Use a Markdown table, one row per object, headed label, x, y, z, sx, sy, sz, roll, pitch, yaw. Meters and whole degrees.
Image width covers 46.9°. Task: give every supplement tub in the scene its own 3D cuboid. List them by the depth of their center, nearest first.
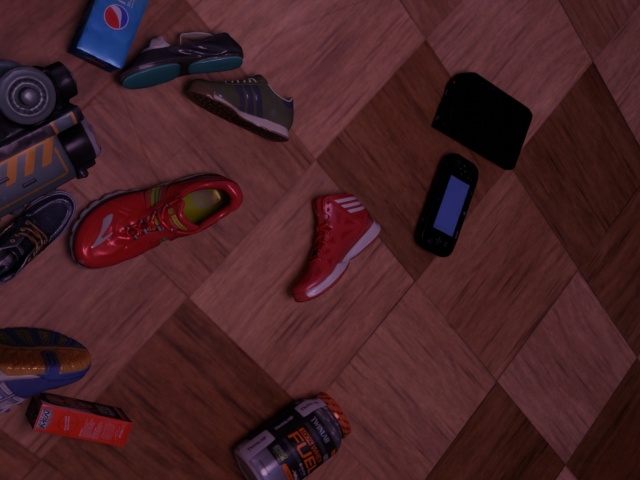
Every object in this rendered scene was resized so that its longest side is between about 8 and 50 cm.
| label | x | y | z | sx | sy | sz | roll | pitch | yaw |
| --- | --- | --- | --- | --- | --- | --- | --- | --- | --- |
| supplement tub | -0.047 | 0.357 | 1.296 | 0.190 | 0.117 | 0.117 | -33 | 112 | -23 |

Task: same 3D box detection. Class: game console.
| label | x | y | z | sx | sy | sz | roll | pitch | yaw |
| --- | --- | --- | --- | --- | --- | --- | --- | --- | --- |
| game console | 0.293 | -0.139 | 1.474 | 0.213 | 0.044 | 0.361 | 23 | 85 | -30 |

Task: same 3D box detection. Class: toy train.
| label | x | y | z | sx | sy | sz | roll | pitch | yaw |
| --- | --- | --- | --- | --- | --- | --- | --- | --- | --- |
| toy train | -0.461 | -0.110 | 0.991 | 0.334 | 0.142 | 0.190 | -35 | 124 | -24 |

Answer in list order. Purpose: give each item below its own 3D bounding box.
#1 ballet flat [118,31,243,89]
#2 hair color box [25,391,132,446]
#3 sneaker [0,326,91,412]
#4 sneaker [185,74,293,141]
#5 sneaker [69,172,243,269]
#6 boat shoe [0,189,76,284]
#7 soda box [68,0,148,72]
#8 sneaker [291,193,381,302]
| label | x | y | z | sx | sy | sz | roll | pitch | yaw |
| --- | --- | --- | --- | --- | --- | --- | --- | --- | --- |
| ballet flat | -0.221 | -0.286 | 1.146 | 0.203 | 0.074 | 0.074 | -17 | 105 | -21 |
| hair color box | -0.367 | 0.271 | 1.124 | 0.141 | 0.072 | 0.043 | 21 | 86 | -31 |
| sneaker | -0.480 | 0.208 | 1.047 | 0.297 | 0.112 | 0.130 | -3 | 115 | -29 |
| sneaker | -0.124 | -0.236 | 1.211 | 0.192 | 0.064 | 0.086 | 23 | 77 | -31 |
| sneaker | -0.246 | -0.039 | 1.127 | 0.279 | 0.118 | 0.107 | -27 | 109 | -25 |
| boat shoe | -0.417 | 0.000 | 1.052 | 0.183 | 0.083 | 0.065 | -46 | 116 | -18 |
| soda box | -0.295 | -0.360 | 1.087 | 0.071 | 0.067 | 0.210 | 22 | 85 | -30 |
| sneaker | 0.000 | 0.000 | 1.310 | 0.221 | 0.087 | 0.128 | -46 | 108 | -31 |
